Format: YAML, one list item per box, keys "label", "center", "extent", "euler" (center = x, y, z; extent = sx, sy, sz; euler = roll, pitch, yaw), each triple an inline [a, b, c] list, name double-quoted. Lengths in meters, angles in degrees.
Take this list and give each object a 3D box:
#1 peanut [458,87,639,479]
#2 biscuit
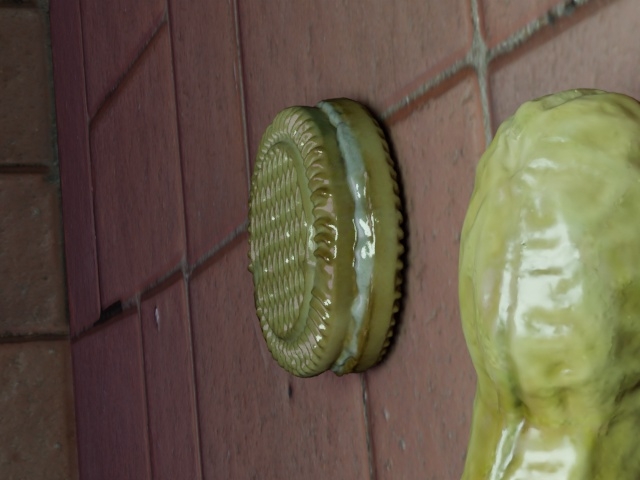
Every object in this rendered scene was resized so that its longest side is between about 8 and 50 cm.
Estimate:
- label: "peanut"
  center: [0.135, 0.071, 0.876]
  extent: [0.147, 0.147, 0.306]
  euler: [-137, 47, -66]
- label: "biscuit"
  center: [0.000, 0.000, 1.394]
  extent: [0.259, 0.079, 0.259]
  euler: [177, 90, -72]
